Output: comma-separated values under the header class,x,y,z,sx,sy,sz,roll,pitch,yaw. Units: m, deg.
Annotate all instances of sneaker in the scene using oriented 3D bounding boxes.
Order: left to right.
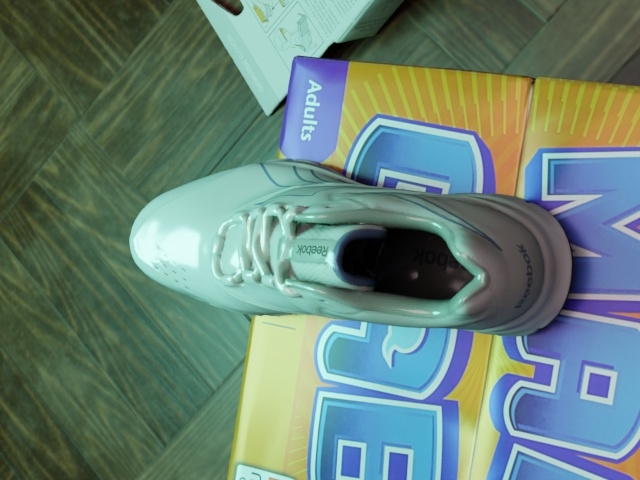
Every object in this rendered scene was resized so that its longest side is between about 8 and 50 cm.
class,x,y,z,sx,sy,sz,roll,pitch,yaw
sneaker,0.000,0.000,0.759,0.297,0.129,0.111,2,90,27

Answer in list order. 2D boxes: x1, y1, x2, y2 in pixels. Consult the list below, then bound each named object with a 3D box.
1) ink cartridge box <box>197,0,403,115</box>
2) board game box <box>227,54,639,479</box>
class,x,y,z,sx,sy,sz,roll,pitch,yaw
ink cartridge box,-0.040,-0.319,1.218,0.261,0.066,0.296,-44,72,45
board game box,0.183,0.078,0.936,0.356,0.356,0.356,10,92,25
